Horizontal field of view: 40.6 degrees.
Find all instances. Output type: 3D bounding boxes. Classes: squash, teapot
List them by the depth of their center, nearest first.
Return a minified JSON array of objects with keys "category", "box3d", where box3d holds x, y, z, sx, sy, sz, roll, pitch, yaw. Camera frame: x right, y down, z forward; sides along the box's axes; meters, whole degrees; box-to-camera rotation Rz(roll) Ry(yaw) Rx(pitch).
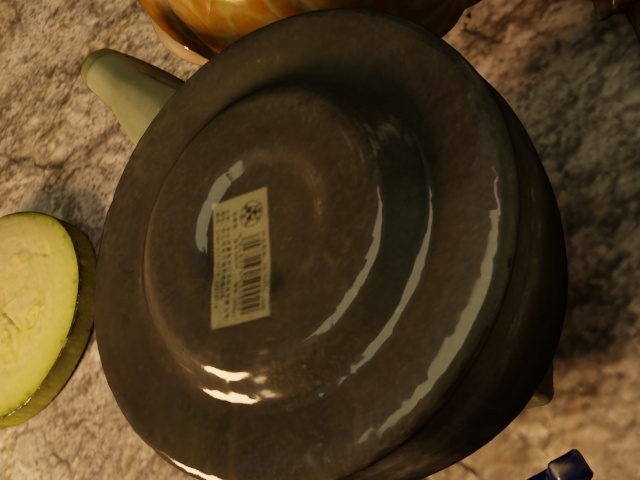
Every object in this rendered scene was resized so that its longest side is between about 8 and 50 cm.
[{"category":"teapot","box3d":[-0.002,0.022,0.514,0.322,0.239,0.239,7,76,35]},{"category":"squash","box3d":[-0.304,0.076,0.861,0.219,0.041,0.219,-11,68,30]}]

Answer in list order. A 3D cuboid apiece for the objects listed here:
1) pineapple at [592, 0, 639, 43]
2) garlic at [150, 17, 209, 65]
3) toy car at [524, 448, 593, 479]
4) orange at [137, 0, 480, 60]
[{"category":"pineapple","box3d":[0.206,-0.188,0.485,0.166,0.166,0.193,-15,60,33]},{"category":"garlic","box3d":[-0.121,-0.210,0.808,0.084,0.066,0.152,-29,55,24]},{"category":"toy car","box3d":[0.117,0.224,0.349,0.158,0.172,0.235,-28,52,-2]},{"category":"orange","box3d":[0.010,-0.255,0.590,0.329,0.249,0.329,-27,46,31]}]
